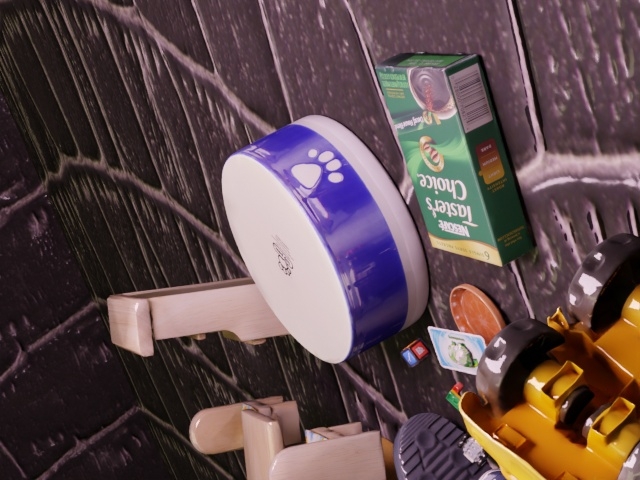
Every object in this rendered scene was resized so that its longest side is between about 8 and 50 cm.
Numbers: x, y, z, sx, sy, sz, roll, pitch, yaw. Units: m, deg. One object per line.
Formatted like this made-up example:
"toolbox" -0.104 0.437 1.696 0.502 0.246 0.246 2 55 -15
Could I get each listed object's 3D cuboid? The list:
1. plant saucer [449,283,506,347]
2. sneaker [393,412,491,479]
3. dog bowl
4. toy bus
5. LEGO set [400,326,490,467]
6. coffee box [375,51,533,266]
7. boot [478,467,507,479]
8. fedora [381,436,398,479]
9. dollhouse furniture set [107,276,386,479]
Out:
"plant saucer" 0.159 0.080 1.073 0.083 0.013 0.083 49 156 31
"sneaker" 0.166 0.351 1.250 0.319 0.112 0.131 61 156 6
"dog bowl" 0.000 0.000 1.212 0.265 0.104 0.265 48 155 32
"toy bus" 0.216 0.128 0.741 0.149 0.220 0.211 37 154 37
"LEGO set" 0.189 0.157 1.078 0.244 0.060 0.183 6 123 51
"coffee box" 0.116 -0.072 0.949 0.113 0.040 0.184 20 134 59
"boot" 0.156 0.328 1.131 0.069 0.190 0.086 25 178 4
"fedora" 0.075 0.321 1.464 0.194 0.079 0.194 52 160 27
"dollhouse furniture set" -0.109 0.251 1.388 0.362 0.256 0.394 179 85 -68
